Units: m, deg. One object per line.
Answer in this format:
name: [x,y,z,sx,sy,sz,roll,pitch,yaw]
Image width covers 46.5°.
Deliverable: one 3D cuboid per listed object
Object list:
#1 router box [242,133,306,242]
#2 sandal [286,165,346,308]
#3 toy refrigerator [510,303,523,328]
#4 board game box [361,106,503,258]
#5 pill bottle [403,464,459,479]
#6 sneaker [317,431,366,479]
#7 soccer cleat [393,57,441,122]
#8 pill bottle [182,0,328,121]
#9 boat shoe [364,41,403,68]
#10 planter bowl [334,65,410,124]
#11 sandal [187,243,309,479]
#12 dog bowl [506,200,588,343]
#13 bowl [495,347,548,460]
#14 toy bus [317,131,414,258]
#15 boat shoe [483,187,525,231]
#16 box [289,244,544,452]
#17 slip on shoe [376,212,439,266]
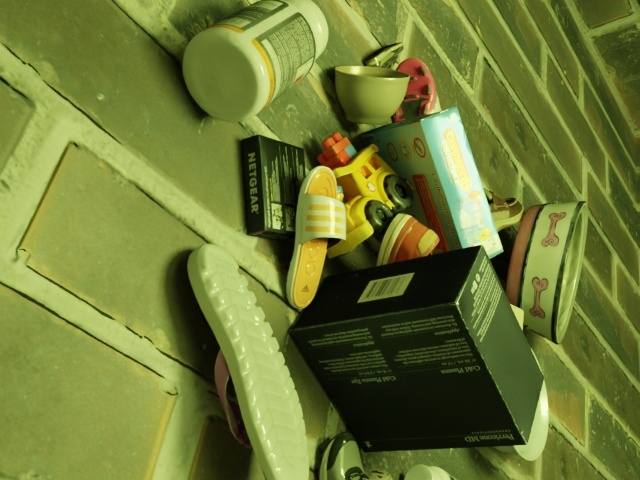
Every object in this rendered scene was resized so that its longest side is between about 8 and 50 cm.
router box: [-0.079,-0.093,1.358,0.133,0.046,0.178,11,71,-53]
sandal: [0.007,0.001,1.347,0.102,0.076,0.265,-1,102,-52]
toy refrigerator: [0.325,0.167,1.704,0.270,0.094,0.102,25,55,-16]
board game box: [0.226,-0.108,1.575,0.086,0.302,0.308,-23,100,-17]
pill bottle: [0.246,0.529,1.560,0.169,0.094,0.094,41,48,-40]
sneaker: [0.066,0.477,1.321,0.100,0.108,0.271,8,71,-51]
soccer cleat: [0.250,-0.279,1.838,0.143,0.116,0.331,-15,93,-71]
pill bottle: [-0.103,-0.329,1.303,0.278,0.162,0.162,-49,118,-49]
boat shoe: [0.156,-0.438,1.796,0.152,0.056,0.049,-39,116,-42]
planter bowl: [0.107,-0.311,1.611,0.162,0.162,0.109,-26,127,-54]
sandal: [-0.124,0.208,1.164,0.169,0.102,0.416,12,56,-68]
dog bowl: [0.638,0.079,2.103,0.408,0.151,0.407,-38,134,-55]
bowl: [0.447,0.394,1.847,0.298,0.134,0.297,21,62,-48]
toy bus: [0.055,-0.102,1.478,0.211,0.149,0.220,54,42,-9]
boat shoe: [0.456,-0.088,2.037,0.342,0.123,0.123,-22,98,-48]
box: [0.179,0.208,1.361,0.312,0.343,0.179,62,37,-21]
slip on shoe: [0.167,0.089,1.484,0.123,0.101,0.331,-49,156,-38]
